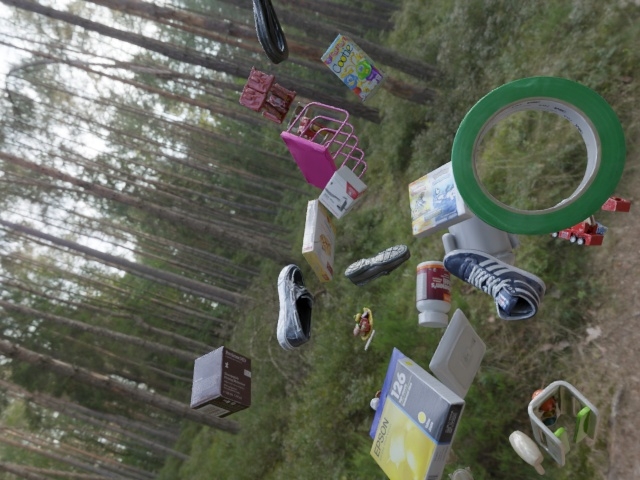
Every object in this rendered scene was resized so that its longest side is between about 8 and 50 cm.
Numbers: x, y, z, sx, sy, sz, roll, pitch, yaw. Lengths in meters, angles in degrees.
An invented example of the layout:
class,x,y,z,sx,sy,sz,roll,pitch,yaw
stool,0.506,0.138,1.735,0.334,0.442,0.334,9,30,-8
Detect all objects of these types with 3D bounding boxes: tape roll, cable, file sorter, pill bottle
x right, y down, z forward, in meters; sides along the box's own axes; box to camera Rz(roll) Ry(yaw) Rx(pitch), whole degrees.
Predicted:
class,x,y,z,sx,sy,sz,roll,pitch,yaw
tape roll,0.442,-0.171,0.926,0.077,0.321,0.322,-5,-66,-71
cable,-0.135,-0.469,0.807,0.140,0.072,0.287,-69,-37,-55
file sorter,0.032,-0.326,1.609,0.182,0.202,0.291,-55,-32,-14
pill bottle,0.409,0.196,1.599,0.121,0.121,0.221,100,176,-68

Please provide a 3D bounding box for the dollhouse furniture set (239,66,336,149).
class,x,y,z,sx,sy,sz,roll,pitch,yaw
dollhouse furniture set,-0.114,-0.530,1.780,0.152,0.374,0.201,-63,-20,10

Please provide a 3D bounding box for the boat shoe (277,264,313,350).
class,x,y,z,sx,sy,sz,roll,pitch,yaw
boat shoe,-0.067,0.189,1.365,0.102,0.108,0.301,-28,38,26

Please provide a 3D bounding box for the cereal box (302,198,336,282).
class,x,y,z,sx,sy,sz,roll,pitch,yaw
cereal box,0.000,0.000,1.526,0.173,0.047,0.240,58,-153,-44

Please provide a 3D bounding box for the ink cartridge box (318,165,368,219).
class,x,y,z,sx,sy,sz,roll,pitch,yaw
ink cartridge box,0.067,-0.145,1.354,0.056,0.099,0.135,-37,-11,-42

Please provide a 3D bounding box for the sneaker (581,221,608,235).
class,x,y,z,sx,sy,sz,roll,pitch,yaw
sneaker,1.099,-0.038,1.784,0.211,0.081,0.080,-23,-54,-42

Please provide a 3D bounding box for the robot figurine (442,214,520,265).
class,x,y,z,sx,sy,sz,roll,pitch,yaw
robot figurine,0.619,0.006,1.701,0.200,0.299,0.354,102,154,-80

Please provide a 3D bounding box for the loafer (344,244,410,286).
class,x,y,z,sx,sy,sz,roll,pitch,yaw
loafer,0.212,0.094,1.565,0.267,0.084,0.096,-24,22,36

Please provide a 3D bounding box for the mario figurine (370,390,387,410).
class,x,y,z,sx,sy,sz,roll,pitch,yaw
mario figurine,0.346,0.697,1.940,0.198,0.170,0.320,-56,8,-9

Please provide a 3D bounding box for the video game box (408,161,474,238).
class,x,y,z,sx,sy,sz,roll,pitch,yaw
video game box,0.365,-0.126,1.359,0.205,0.048,0.187,-29,52,49

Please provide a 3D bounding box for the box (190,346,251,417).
class,x,y,z,sx,sy,sz,roll,pitch,yaw
box,-0.390,0.565,1.751,0.167,0.168,0.203,-29,45,23

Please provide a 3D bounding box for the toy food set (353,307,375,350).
class,x,y,z,sx,sy,sz,roll,pitch,yaw
toy food set,0.205,0.423,2.195,0.218,0.071,0.128,-95,25,-62

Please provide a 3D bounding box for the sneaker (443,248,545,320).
class,x,y,z,sx,sy,sz,roll,pitch,yaw
sneaker,0.463,0.120,1.209,0.153,0.282,0.099,-44,-32,-50

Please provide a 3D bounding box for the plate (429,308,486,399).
class,x,y,z,sx,sy,sz,roll,pitch,yaw
plate,0.562,0.459,1.748,0.045,0.277,0.278,1,49,51

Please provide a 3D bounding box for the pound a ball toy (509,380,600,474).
class,x,y,z,sx,sy,sz,roll,pitch,yaw
pound a ball toy,0.573,0.478,1.123,0.208,0.136,0.319,-39,-44,-1

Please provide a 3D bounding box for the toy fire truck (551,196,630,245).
class,x,y,z,sx,sy,sz,roll,pitch,yaw
toy fire truck,0.698,-0.057,1.161,0.192,0.047,0.136,-140,53,-69

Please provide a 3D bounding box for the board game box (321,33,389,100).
class,x,y,z,sx,sy,sz,roll,pitch,yaw
board game box,0.162,-0.797,2.042,0.144,0.275,0.142,-46,-1,28

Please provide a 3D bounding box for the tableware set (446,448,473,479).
class,x,y,z,sx,sy,sz,roll,pitch,yaw
tableware set,0.389,0.732,1.387,0.168,0.141,0.020,-42,-23,22

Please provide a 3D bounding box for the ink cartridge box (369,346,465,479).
class,x,y,z,sx,sy,sz,roll,pitch,yaw
ink cartridge box,0.232,0.500,1.223,0.307,0.072,0.304,27,105,59
